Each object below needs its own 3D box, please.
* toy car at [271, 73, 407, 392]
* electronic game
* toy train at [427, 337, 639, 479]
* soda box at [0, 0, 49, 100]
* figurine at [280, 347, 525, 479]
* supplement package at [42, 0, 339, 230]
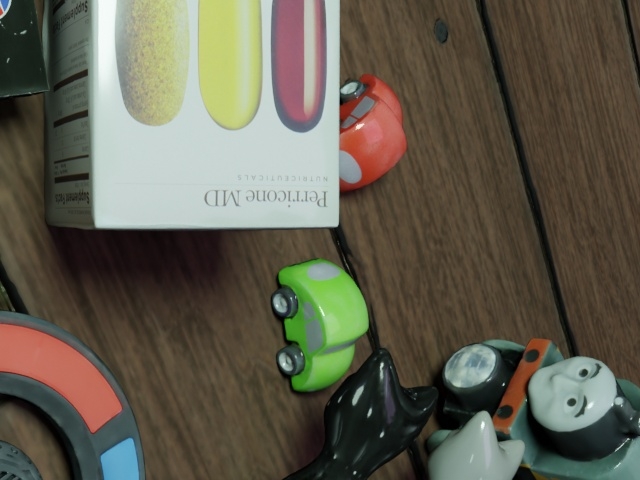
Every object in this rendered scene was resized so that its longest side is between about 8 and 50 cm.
[{"bbox_3d":[0.000,0.000,0.775,0.239,0.053,0.225,-16,103,-47],"label":"toy car"},{"bbox_3d":[-0.186,0.151,0.577,0.229,0.048,0.229,-2,93,-48],"label":"electronic game"},{"bbox_3d":[0.230,0.209,0.936,0.142,0.190,0.334,-57,130,-31],"label":"toy train"},{"bbox_3d":[-0.191,-0.155,0.557,0.060,0.053,0.169,-17,103,-46],"label":"soda box"},{"bbox_3d":[0.045,0.197,0.757,0.215,0.092,0.209,33,87,-44],"label":"figurine"},{"bbox_3d":[-0.075,-0.128,0.599,0.139,0.134,0.244,-1,92,-24],"label":"supplement package"}]
